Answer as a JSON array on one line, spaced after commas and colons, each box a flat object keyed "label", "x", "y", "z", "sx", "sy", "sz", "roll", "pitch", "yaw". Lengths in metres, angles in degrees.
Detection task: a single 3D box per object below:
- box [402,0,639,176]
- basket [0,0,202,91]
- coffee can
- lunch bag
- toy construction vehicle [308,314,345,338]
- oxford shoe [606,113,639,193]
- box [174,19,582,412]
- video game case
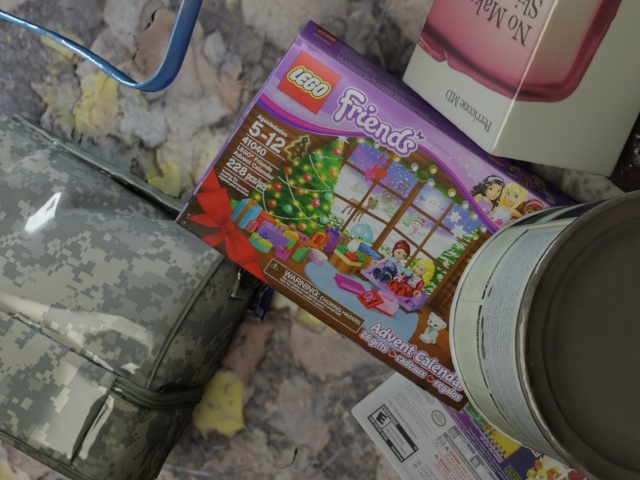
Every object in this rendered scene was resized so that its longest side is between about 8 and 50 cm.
[{"label": "box", "x": 0.185, "y": -0.188, "z": 1.319, "sx": 0.148, "sy": 0.126, "sz": 0.232, "roll": 46, "pitch": 121, "yaw": 50}, {"label": "basket", "x": -0.173, "y": -0.297, "z": 1.453, "sx": 0.254, "sy": 0.201, "sz": 0.289, "roll": 27, "pitch": 103, "yaw": 32}, {"label": "coffee can", "x": 0.211, "y": 0.069, "z": 1.217, "sx": 0.201, "sy": 0.275, "sz": 0.202, "roll": 0, "pitch": 89, "yaw": -5}, {"label": "lunch bag", "x": -0.224, "y": 0.052, "z": 1.550, "sx": 0.305, "sy": 0.212, "sz": 0.256, "roll": 28, "pitch": 94, "yaw": 16}, {"label": "toy construction vehicle", "x": 0.025, "y": 0.046, "z": 1.508, "sx": 0.086, "sy": 0.035, "sz": 0.098, "roll": -32, "pitch": 109, "yaw": 33}, {"label": "oxford shoe", "x": 0.317, "y": -0.033, "z": 1.330, "sx": 0.271, "sy": 0.098, "sz": 0.097, "roll": 29, "pitch": 112, "yaw": 19}, {"label": "box", "x": 0.054, "y": -0.017, "z": 1.413, "sx": 0.293, "sy": 0.057, "sz": 0.201, "roll": 34, "pitch": 113, "yaw": -3}, {"label": "video game case", "x": 0.151, "y": 0.176, "z": 1.496, "sx": 0.183, "sy": 0.023, "sz": 0.201, "roll": -42, "pitch": 80, "yaw": 26}]
